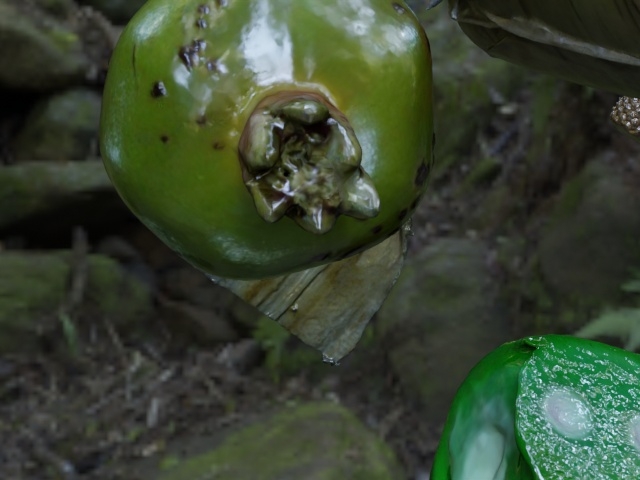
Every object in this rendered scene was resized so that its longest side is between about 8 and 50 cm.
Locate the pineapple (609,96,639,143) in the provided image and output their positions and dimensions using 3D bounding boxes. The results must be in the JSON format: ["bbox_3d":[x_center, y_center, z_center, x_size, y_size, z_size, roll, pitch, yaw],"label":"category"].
[{"bbox_3d":[0.349,-0.160,1.531,0.058,0.124,0.058,35,4,-3],"label":"pineapple"}]

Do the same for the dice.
[{"bbox_3d":[0.140,0.140,0.865,0.120,0.128,0.131,13,47,-14],"label":"dice"}]

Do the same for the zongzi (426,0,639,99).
[{"bbox_3d":[0.308,-0.101,1.051,0.500,0.467,0.218,-7,33,51],"label":"zongzi"}]

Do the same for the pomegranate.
[{"bbox_3d":[-0.017,-0.051,0.669,0.159,0.159,0.205,0,17,-9],"label":"pomegranate"}]

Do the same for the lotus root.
[{"bbox_3d":[0.001,0.000,1.088,0.143,0.144,0.070,44,17,-15],"label":"lotus root"}]
